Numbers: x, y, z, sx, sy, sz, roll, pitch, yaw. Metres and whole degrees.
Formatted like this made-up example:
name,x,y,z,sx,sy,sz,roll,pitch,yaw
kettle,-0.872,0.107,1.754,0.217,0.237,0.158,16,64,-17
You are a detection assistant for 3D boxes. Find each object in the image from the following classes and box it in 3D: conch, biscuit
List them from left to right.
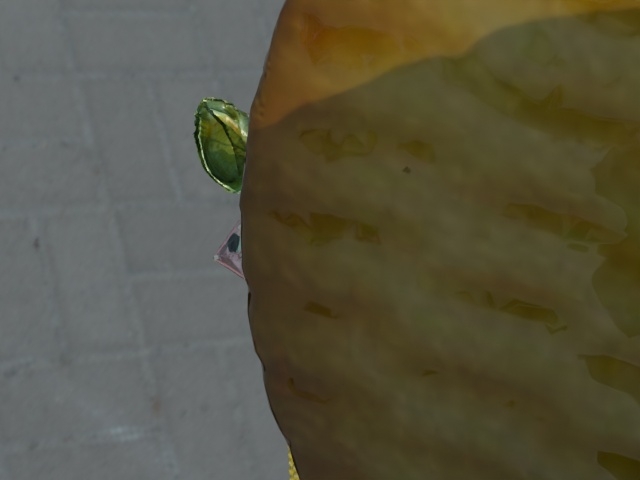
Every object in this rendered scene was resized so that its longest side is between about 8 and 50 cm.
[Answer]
name,x,y,z,sx,sy,sz,roll,pitch,yaw
conch,-0.073,-0.086,1.493,0.121,0.074,0.089,38,58,-19
biscuit,0.123,0.030,0.339,0.318,0.318,0.040,45,40,4

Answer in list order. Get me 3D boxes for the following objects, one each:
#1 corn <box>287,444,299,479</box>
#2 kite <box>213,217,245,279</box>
name,x,y,z,sx,sy,sz,roll,pitch,yaw
corn,0.012,0.098,0.926,0.063,0.085,0.165,-1,81,8
kite,0.000,0.000,1.064,0.152,0.005,0.137,-7,65,-21
